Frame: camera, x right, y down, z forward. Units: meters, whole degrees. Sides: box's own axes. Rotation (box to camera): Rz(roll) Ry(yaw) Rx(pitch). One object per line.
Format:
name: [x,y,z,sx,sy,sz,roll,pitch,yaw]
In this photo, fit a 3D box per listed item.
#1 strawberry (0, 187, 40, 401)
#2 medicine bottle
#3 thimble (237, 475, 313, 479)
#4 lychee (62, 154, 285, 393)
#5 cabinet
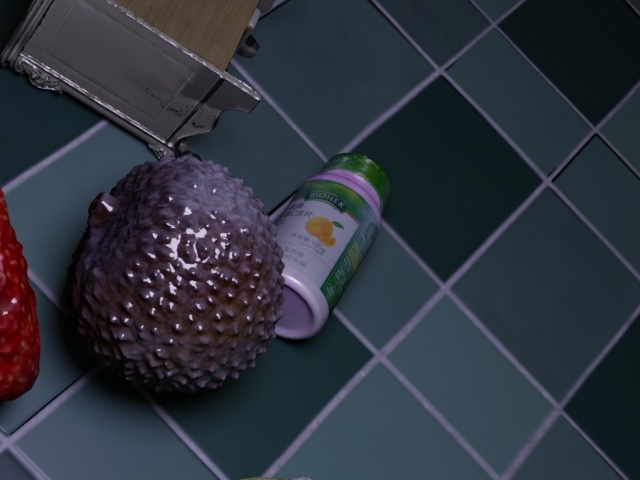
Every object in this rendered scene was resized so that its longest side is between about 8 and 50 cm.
strawberry: [-0.445,0.022,1.599,0.310,0.292,0.291,14,57,-18]
medicine bottle: [0.000,0.000,1.963,0.133,0.133,0.274,38,50,-6]
thimble: [-0.083,0.411,1.653,0.254,0.167,0.288,34,52,-11]
lychee: [-0.171,0.039,1.744,0.300,0.300,0.300,14,57,-23]
cabinet: [-0.219,-0.308,1.957,0.318,0.227,0.290,31,51,-14]
